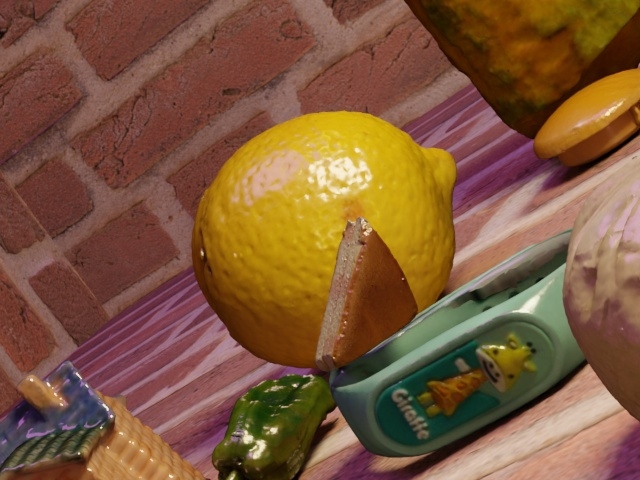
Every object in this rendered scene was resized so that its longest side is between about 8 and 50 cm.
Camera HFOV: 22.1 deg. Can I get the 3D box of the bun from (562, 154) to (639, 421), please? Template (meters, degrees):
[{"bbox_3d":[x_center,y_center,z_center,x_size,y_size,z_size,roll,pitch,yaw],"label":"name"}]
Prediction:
[{"bbox_3d":[0.207,-0.001,0.790,0.193,0.128,0.178,-35,4,-13],"label":"bun"}]

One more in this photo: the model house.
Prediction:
[{"bbox_3d":[-0.195,0.197,1.237,0.166,0.172,0.183,-42,8,1],"label":"model house"}]

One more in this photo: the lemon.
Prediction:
[{"bbox_3d":[0.007,-0.005,1.486,0.253,0.228,0.228,-33,7,19],"label":"lemon"}]

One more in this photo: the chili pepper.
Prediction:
[{"bbox_3d":[-0.041,0.157,1.258,0.072,0.073,0.204,-17,15,26],"label":"chili pepper"}]

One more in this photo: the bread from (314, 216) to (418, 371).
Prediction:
[{"bbox_3d":[0.036,0.042,1.131,0.043,0.062,0.109,-12,65,64],"label":"bread"}]

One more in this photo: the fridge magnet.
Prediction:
[{"bbox_3d":[0.276,-0.122,1.633,0.143,0.063,0.143,-36,8,6],"label":"fridge magnet"}]

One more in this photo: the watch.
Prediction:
[{"bbox_3d":[0.105,0.068,1.105,0.237,0.068,0.195,-33,6,19],"label":"watch"}]

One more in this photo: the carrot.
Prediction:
[{"bbox_3d":[0.234,-0.254,1.726,0.241,0.340,0.241,-43,14,13],"label":"carrot"}]
